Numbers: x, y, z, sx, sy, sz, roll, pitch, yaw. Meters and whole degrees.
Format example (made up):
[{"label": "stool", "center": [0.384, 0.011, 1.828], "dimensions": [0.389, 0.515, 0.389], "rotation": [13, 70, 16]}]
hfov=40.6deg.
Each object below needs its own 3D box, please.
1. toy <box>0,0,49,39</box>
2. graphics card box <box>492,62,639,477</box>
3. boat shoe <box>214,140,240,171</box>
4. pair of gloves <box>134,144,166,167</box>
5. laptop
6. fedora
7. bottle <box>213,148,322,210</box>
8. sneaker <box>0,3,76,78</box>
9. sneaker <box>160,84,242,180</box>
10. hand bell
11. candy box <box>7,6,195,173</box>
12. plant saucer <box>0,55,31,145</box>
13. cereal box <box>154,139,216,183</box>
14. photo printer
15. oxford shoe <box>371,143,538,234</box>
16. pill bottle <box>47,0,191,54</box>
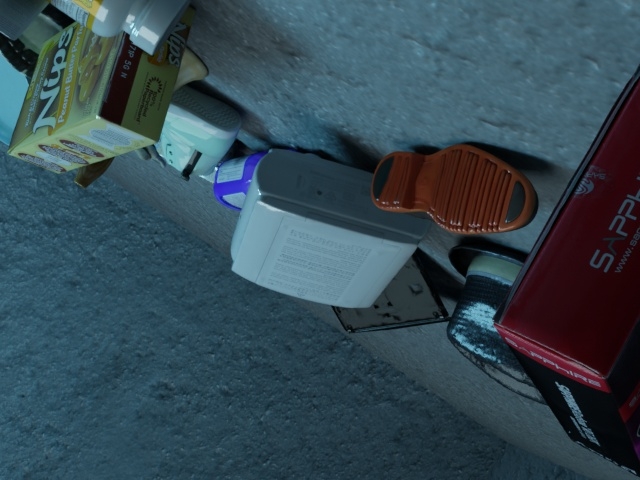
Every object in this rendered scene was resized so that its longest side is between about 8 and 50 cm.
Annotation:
[{"label": "toy", "center": [-0.369, -0.307, 0.987], "dimensions": [0.137, 0.237, 0.056], "rotation": [33, 130, -16]}, {"label": "graphics card box", "center": [0.274, 0.051, 0.729], "dimensions": [0.094, 0.232, 0.371], "rotation": [25, 167, 31]}, {"label": "boat shoe", "center": [-0.227, -0.196, 1.598], "dimensions": [0.206, 0.075, 0.064], "rotation": [33, 128, 25]}, {"label": "pair of gloves", "center": [-0.359, -0.243, 1.493], "dimensions": [0.240, 0.042, 0.204], "rotation": [51, 172, 29]}, {"label": "laptop", "center": [0.151, 0.097, 1.669], "dimensions": [0.234, 0.136, 0.264], "rotation": [-14, 117, 36]}, {"label": "fedora", "center": [0.312, 0.143, 1.292], "dimensions": [0.334, 0.152, 0.334], "rotation": [31, 170, 6]}, {"label": "bottle", "center": [-0.081, -0.098, 1.432], "dimensions": [0.118, 0.092, 0.283], "rotation": [12, 174, -26]}, {"label": "sneaker", "center": [-0.512, -0.394, 1.256], "dimensions": [0.410, 0.158, 0.182], "rotation": [46, -179, -38]}, {"label": "sneaker", "center": [-0.265, -0.194, 1.387], "dimensions": [0.256, 0.094, 0.151], "rotation": [31, 134, -3]}, {"label": "hand bell", "center": [-0.279, -0.179, 1.248], "dimensions": [0.126, 0.242, 0.126], "rotation": [31, 171, 6]}, {"label": "candy box", "center": [-0.297, -0.202, 1.139], "dimensions": [0.088, 0.182, 0.317], "rotation": [24, 163, -35]}, {"label": "plant saucer", "center": [-0.690, -0.351, 1.848], "dimensions": [0.318, 0.044, 0.317], "rotation": [28, 136, 31]}, {"label": "cereal box", "center": [-0.243, -0.157, 1.706], "dimensions": [0.240, 0.047, 0.173], "rotation": [29, -176, 19]}, {"label": "photo printer", "center": [0.000, 0.000, 1.305], "dimensions": [0.256, 0.107, 0.307], "rotation": [15, 153, -6]}, {"label": "oxford shoe", "center": [0.169, -0.055, 1.000], "dimensions": [0.098, 0.096, 0.271], "rotation": [15, -176, -29]}, {"label": "pill bottle", "center": [-0.247, -0.296, 0.939], "dimensions": [0.208, 0.117, 0.117], "rotation": [34, 170, -10]}]
